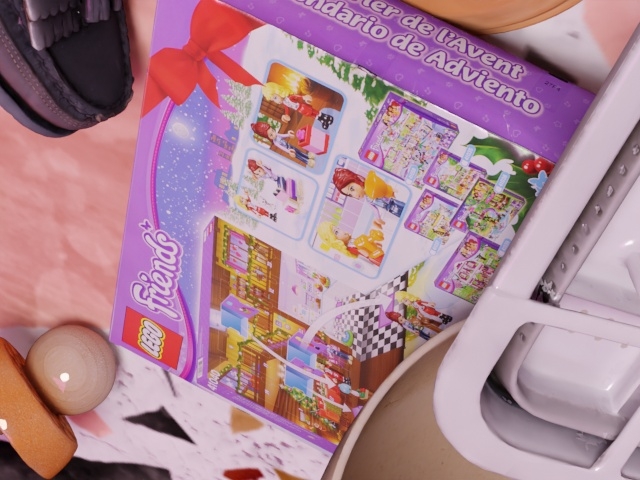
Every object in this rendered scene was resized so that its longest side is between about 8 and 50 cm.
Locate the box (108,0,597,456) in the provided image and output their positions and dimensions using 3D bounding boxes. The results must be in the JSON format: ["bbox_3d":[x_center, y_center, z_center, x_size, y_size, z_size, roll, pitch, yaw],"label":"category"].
[{"bbox_3d":[0.000,0.000,0.636,0.201,0.057,0.293,27,141,6],"label":"box"}]

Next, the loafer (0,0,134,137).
[{"bbox_3d":[-0.142,-0.186,0.561,0.095,0.109,0.302,-4,120,25],"label":"loafer"}]

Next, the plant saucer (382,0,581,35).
[{"bbox_3d":[0.048,-0.173,0.515,0.200,0.037,0.200,14,131,17],"label":"plant saucer"}]

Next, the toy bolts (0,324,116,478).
[{"bbox_3d":[-0.258,0.047,0.816,0.218,0.158,0.228,40,165,55],"label":"toy bolts"}]

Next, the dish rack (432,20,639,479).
[{"bbox_3d":[0.220,-0.018,0.455,0.285,0.072,0.333,16,127,-12],"label":"dish rack"}]

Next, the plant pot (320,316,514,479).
[{"bbox_3d":[0.102,0.194,0.581,0.284,0.284,0.191,35,146,-1],"label":"plant pot"}]
